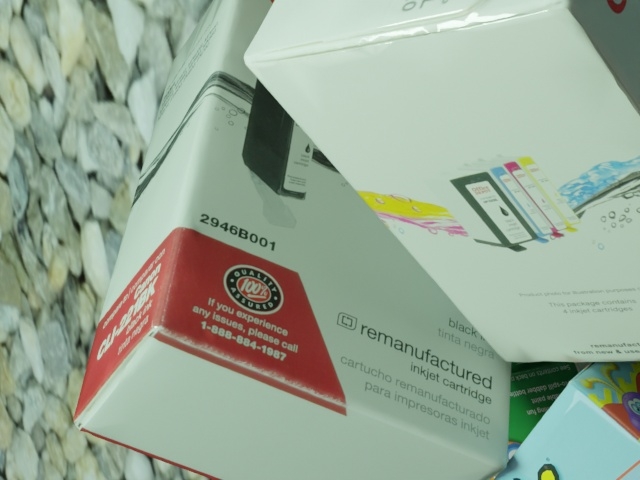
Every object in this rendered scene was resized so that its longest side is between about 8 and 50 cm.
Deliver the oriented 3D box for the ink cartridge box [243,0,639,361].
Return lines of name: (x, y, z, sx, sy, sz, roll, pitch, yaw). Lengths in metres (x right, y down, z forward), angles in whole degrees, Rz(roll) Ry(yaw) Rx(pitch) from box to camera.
ink cartridge box: (0.118, -0.077, 0.662, 0.168, 0.171, 0.233, -5, 139, 41)

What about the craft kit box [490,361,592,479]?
craft kit box: (0.136, 0.201, 0.956, 0.250, 0.061, 0.247, -21, 94, 50)

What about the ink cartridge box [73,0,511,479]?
ink cartridge box: (0.000, 0.000, 0.802, 0.197, 0.273, 0.114, 23, 138, -17)

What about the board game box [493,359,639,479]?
board game box: (0.223, 0.186, 0.740, 0.275, 0.142, 0.144, 42, 123, 16)
